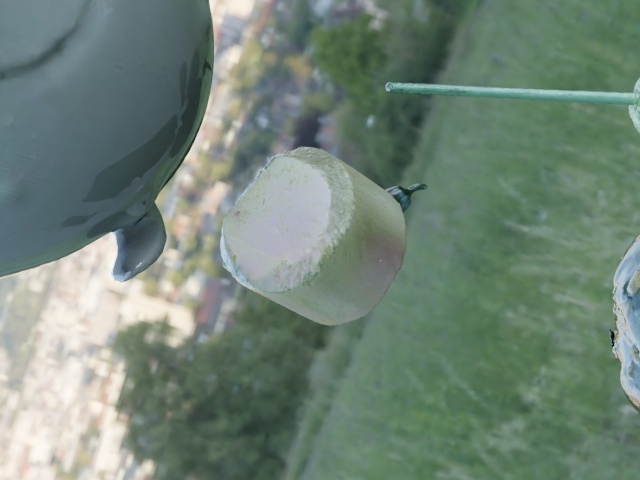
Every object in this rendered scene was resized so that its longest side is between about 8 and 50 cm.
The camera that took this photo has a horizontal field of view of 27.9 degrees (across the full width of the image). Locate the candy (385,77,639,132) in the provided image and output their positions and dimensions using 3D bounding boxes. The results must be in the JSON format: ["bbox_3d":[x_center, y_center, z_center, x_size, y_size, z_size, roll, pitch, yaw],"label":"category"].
[{"bbox_3d":[0.231,-0.142,1.258,0.092,0.335,0.093,84,-167,-56],"label":"candy"}]

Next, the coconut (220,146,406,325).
[{"bbox_3d":[0.000,0.000,1.145,0.147,0.152,0.147,-12,67,31],"label":"coconut"}]

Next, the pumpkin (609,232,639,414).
[{"bbox_3d":[0.426,0.069,1.242,0.327,0.291,0.257,-29,-22,-37],"label":"pumpkin"}]

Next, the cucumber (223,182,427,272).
[{"bbox_3d":[0.009,-0.008,1.464,0.056,0.250,0.056,-23,-90,-87],"label":"cucumber"}]

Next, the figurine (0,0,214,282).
[{"bbox_3d":[-0.221,-0.045,0.515,0.274,0.227,0.394,-41,16,-30],"label":"figurine"}]
